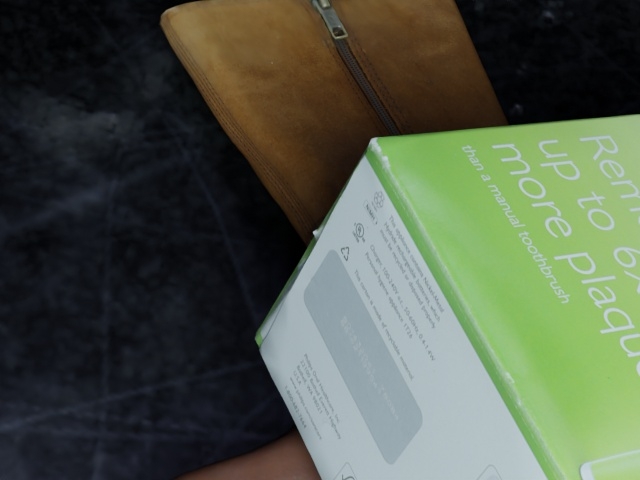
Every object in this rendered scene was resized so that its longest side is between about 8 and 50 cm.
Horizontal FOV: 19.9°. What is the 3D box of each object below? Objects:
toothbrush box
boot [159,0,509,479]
[{"bbox_3d":[0.152,0.064,0.673,0.283,0.122,0.206,-5,54,-34],"label":"toothbrush box"},{"bbox_3d":[0.000,0.000,0.782,0.264,0.096,0.280,-17,65,-23],"label":"boot"}]
